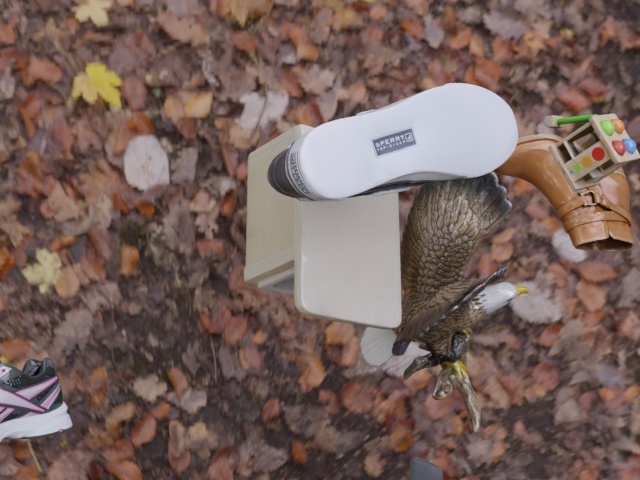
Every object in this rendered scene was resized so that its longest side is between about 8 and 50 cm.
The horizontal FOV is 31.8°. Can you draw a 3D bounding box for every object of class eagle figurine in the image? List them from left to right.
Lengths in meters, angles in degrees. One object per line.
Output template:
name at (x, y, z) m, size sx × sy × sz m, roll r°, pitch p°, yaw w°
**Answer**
eagle figurine at (0.171, 0.072, 1.501) m, size 0.225 × 0.298 × 0.226 m, roll -38°, pitch 52°, yaw -19°

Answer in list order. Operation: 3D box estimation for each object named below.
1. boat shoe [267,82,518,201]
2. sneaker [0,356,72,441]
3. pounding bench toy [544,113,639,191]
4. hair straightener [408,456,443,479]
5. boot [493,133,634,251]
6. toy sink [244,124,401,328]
boat shoe at (0.082, -0.100, 1.245) m, size 0.301 × 0.102 × 0.108 m, roll -18°, pitch 94°, yaw -30°
sneaker at (-0.299, 0.142, 0.981) m, size 0.072 × 0.178 × 0.077 m, roll -6°, pitch 90°, yaw 31°
pounding bench toy at (0.267, -0.103, 1.113) m, size 0.052 × 0.065 × 0.083 m, roll -13°, pitch 72°, yaw -49°
hair straightener at (0.102, 0.280, 1.098) m, size 0.047 × 0.230 × 0.089 m, roll 28°, pitch 112°, yaw -3°
boot at (0.319, -0.058, 1.478) m, size 0.197 × 0.073 × 0.152 m, roll 0°, pitch 66°, yaw -10°
toy sink at (0.000, 0.000, 1.380) m, size 0.153 × 0.131 × 0.234 m, roll 12°, pitch 67°, yaw -34°
